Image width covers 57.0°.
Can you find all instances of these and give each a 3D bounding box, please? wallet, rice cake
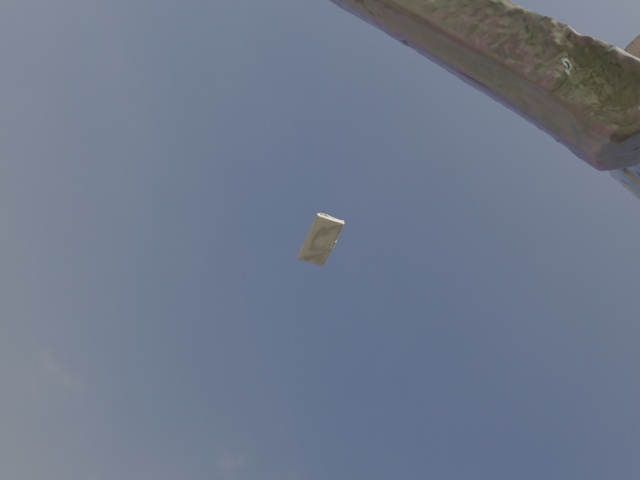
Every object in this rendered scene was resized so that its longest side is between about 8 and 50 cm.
[{"bbox_3d":[0.000,0.000,0.839,0.011,0.044,0.083,-94,-154,-55],"label":"wallet"},{"bbox_3d":[0.100,-0.166,0.455,0.056,0.073,0.365,-47,-122,2],"label":"rice cake"}]

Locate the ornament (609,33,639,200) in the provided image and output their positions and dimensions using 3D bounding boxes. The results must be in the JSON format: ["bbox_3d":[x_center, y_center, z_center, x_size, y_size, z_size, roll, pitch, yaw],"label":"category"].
[{"bbox_3d":[0.507,-0.137,0.729,0.240,0.239,0.239,-45,-132,18],"label":"ornament"}]
